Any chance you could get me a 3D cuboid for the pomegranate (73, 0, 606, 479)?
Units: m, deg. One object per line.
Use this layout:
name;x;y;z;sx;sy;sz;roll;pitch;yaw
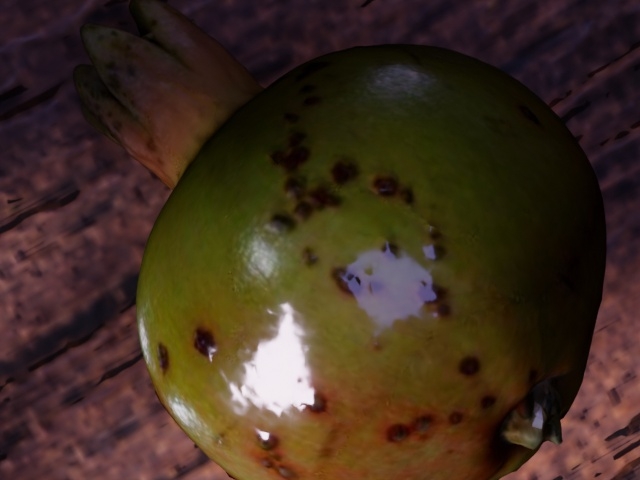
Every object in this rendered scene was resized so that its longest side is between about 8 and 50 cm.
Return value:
pomegranate;0.000;0.000;0.541;0.205;0.159;0.159;43;86;14
